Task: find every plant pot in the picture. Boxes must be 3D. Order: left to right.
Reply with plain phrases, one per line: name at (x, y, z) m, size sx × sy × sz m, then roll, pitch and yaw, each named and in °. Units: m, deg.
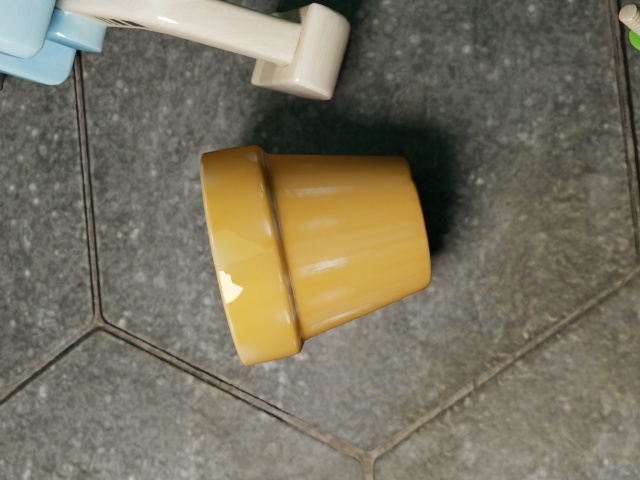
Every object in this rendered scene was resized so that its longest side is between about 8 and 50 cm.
plant pot at (0.000, 0.000, 0.938) m, size 0.188 × 0.205 × 0.205 m, roll -11°, pitch 85°, yaw -1°

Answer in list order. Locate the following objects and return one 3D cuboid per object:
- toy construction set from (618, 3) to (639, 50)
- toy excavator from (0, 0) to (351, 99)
toy construction set at (0.423, -0.303, 0.852) m, size 0.257 × 0.237 × 0.309 m, roll -12°, pitch 65°, yaw 44°
toy excavator at (-0.253, -0.242, 0.971) m, size 0.445 × 0.433 × 0.222 m, roll 19°, pitch 93°, yaw 43°
